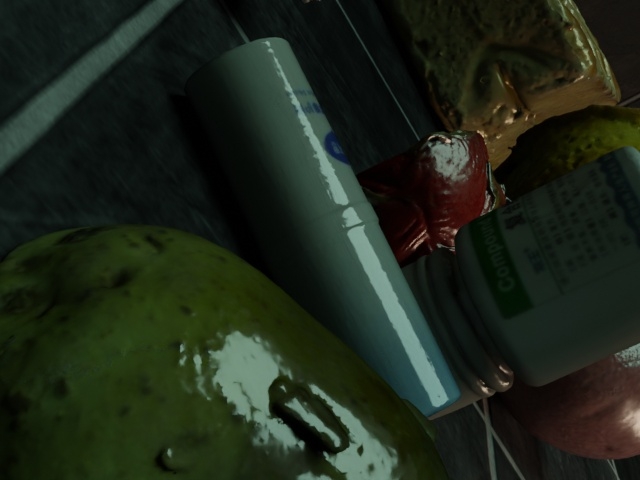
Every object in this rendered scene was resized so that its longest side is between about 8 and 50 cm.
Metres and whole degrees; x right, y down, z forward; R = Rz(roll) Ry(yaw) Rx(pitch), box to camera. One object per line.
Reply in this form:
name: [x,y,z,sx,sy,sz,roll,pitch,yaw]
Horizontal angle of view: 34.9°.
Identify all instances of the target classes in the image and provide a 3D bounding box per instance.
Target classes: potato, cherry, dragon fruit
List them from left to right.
potato: [-0.010,0.101,0.400,0.271,0.111,0.160,57,15,-20]
dragon fruit: [0.101,-0.009,0.889,0.161,0.120,0.127,66,22,-4]
cherry: [0.267,0.118,1.074,0.239,0.206,0.239,16,55,-23]

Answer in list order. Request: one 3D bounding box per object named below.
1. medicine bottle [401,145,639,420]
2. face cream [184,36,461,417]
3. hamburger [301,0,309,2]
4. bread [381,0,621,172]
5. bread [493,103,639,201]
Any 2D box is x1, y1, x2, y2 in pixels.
medicine bottle: [0.156,0.039,0.762,0.139,0.237,0.139,53,20,-29]
face cream: [0.000,0.000,0.636,0.250,0.077,0.077,65,17,7]
hamburger: [-0.040,-0.333,0.795,0.295,0.227,0.151,48,-1,-33]
bread: [0.301,-0.345,1.729,0.390,0.279,0.371,66,19,10]
bread: [0.375,0.011,1.306,0.358,0.337,0.204,33,33,-2]
